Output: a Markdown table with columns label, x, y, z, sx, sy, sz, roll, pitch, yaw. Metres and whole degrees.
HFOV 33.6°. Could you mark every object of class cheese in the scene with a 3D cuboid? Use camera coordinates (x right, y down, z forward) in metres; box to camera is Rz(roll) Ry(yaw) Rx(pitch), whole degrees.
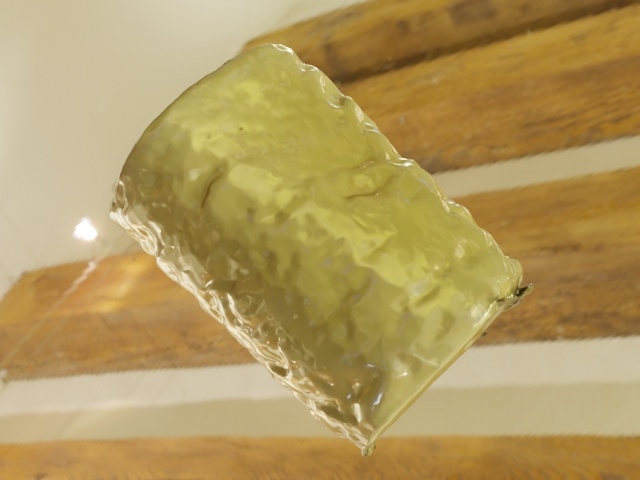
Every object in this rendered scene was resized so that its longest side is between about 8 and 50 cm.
| label | x | y | z | sx | sy | sz | roll | pitch | yaw |
| --- | --- | --- | --- | --- | --- | --- | --- | --- | --- |
| cheese | 0.000 | 0.000 | 0.480 | 0.123 | 0.167 | 0.094 | -42 | 170 | -22 |
